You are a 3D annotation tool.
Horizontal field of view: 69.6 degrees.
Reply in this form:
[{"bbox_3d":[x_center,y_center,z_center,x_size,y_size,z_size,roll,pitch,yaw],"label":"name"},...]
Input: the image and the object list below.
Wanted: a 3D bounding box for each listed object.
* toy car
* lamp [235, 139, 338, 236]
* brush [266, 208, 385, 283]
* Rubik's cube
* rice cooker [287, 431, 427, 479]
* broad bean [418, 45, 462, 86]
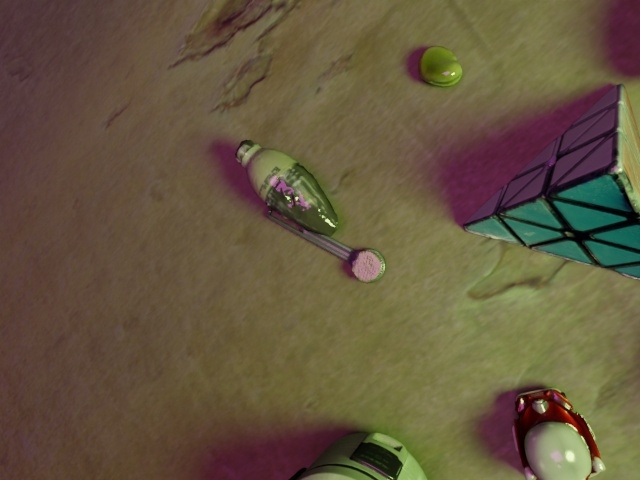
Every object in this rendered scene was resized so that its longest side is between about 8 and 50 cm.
[{"bbox_3d":[0.331,0.291,0.655,0.112,0.112,0.139,-21,80,21],"label":"toy car"},{"bbox_3d":[-0.061,-0.098,0.847,0.250,0.101,0.101,40,103,11],"label":"lamp"},{"bbox_3d":[0.000,0.000,0.855,0.266,0.027,0.062,28,98,22],"label":"brush"},{"bbox_3d":[0.373,-0.063,0.637,0.228,0.233,0.229,-9,127,-13],"label":"Rubik's cube"},{"bbox_3d":[0.052,0.422,0.698,0.225,0.244,0.226,0,91,25],"label":"rice cooker"},{"bbox_3d":[0.200,-0.292,0.778,0.063,0.045,0.083,-46,64,13],"label":"broad bean"}]
